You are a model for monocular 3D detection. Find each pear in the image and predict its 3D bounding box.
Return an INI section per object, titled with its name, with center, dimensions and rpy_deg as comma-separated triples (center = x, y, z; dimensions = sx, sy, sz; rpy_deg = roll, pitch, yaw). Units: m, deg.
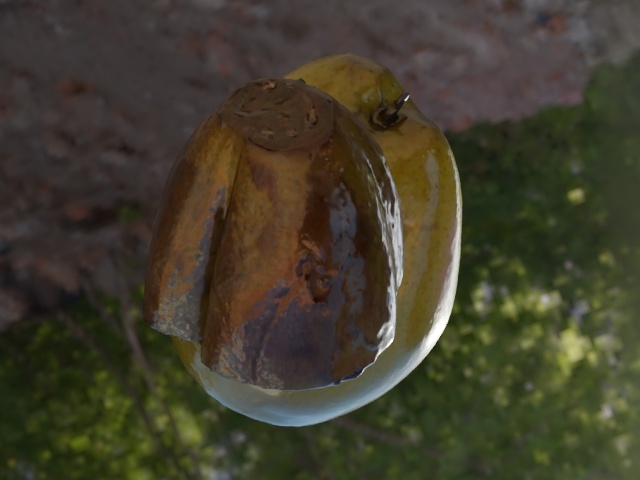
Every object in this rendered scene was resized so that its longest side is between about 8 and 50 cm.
[pear]
center = -0.013, 0.003, 1.694
dimensions = 0.285, 0.336, 0.285
rpy_deg = -2, -146, 2

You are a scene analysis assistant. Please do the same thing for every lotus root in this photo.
[lotus root]
center = -0.034, -0.014, 1.342
dimensions = 0.188, 0.180, 0.199
rpy_deg = 6, -142, 7
